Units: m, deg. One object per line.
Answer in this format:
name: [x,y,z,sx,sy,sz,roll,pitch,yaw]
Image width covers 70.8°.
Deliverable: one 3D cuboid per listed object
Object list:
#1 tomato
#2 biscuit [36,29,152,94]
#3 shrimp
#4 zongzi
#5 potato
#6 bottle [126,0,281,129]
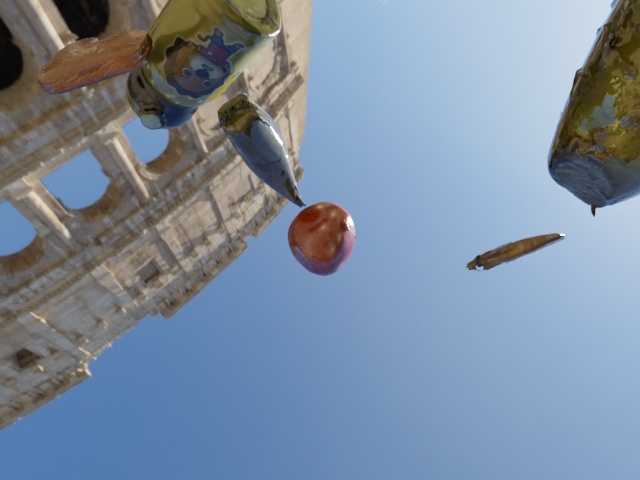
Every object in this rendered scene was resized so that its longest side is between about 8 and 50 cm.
tomato: [0.000,0.000,1.028,0.167,0.167,0.167,-2,-123,3]
biscuit: [-0.365,-0.307,0.738,0.192,0.036,0.186,-15,-138,5]
shrimp: [0.361,0.021,0.843,0.178,0.124,0.034,-24,-104,18]
zongzi: [-0.133,-0.207,1.141,0.123,0.260,0.289,-31,-90,3]
potato: [0.261,-0.129,0.328,0.149,0.252,0.113,-12,-142,-39]
bottle: [-0.240,-0.339,0.841,0.171,0.351,0.172,26,-131,-34]
